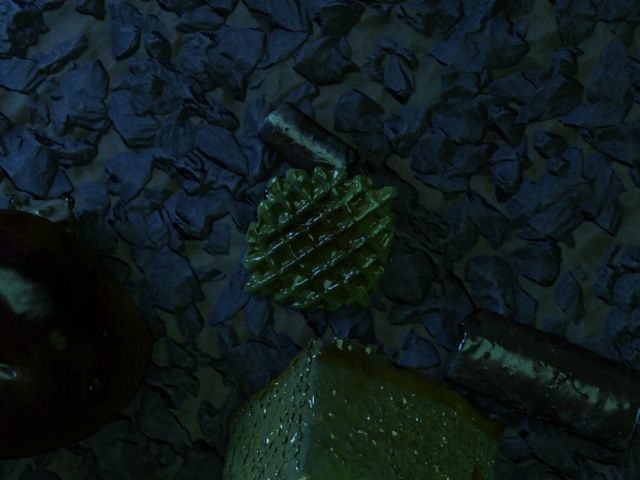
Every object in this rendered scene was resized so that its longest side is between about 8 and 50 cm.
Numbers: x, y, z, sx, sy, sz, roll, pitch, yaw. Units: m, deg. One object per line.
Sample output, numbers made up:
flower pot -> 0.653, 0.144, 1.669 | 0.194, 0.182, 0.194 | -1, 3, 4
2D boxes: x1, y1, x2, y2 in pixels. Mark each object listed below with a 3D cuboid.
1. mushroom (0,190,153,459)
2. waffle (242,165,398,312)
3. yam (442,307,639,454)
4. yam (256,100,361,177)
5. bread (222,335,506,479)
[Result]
mushroom -> -0.386, 0.116, 1.528 | 0.345, 0.259, 0.345 | -2, 112, -6
waffle -> 0.000, 0.000, 1.603 | 0.208, 0.054, 0.214 | 10, 106, 1
yam -> 0.315, 0.189, 1.599 | 0.280, 0.131, 0.131 | 23, 83, -1
yam -> -0.015, -0.132, 1.628 | 0.141, 0.079, 0.079 | 37, 83, 0
bread -> 0.042, 0.305, 1.538 | 0.315, 0.279, 0.248 | 33, 42, -27
